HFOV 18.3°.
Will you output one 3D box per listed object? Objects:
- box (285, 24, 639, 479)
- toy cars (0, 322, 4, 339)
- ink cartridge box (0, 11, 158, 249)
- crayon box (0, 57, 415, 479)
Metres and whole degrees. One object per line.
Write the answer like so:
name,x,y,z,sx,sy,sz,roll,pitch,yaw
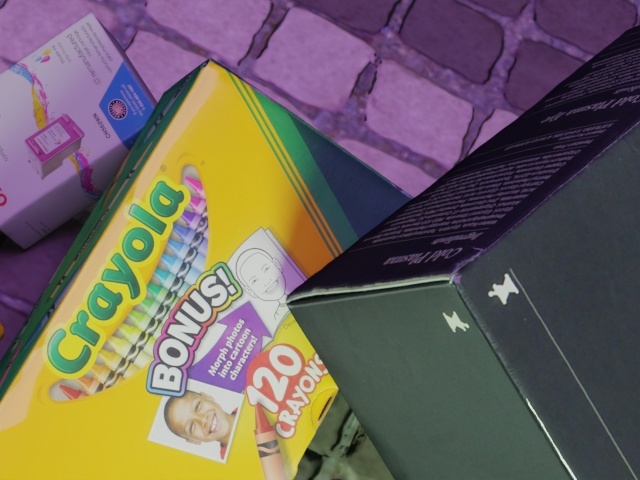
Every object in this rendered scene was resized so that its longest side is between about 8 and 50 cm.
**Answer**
box,0.212,0.080,1.132,0.312,0.179,0.343,-37,102,-29
toy cars,-0.373,0.007,1.120,0.394,0.087,0.176,12,50,-9
ink cartridge box,-0.163,-0.067,1.228,0.122,0.052,0.088,-35,70,2
crayon box,-0.075,0.057,1.130,0.165,0.081,0.278,34,69,-14
